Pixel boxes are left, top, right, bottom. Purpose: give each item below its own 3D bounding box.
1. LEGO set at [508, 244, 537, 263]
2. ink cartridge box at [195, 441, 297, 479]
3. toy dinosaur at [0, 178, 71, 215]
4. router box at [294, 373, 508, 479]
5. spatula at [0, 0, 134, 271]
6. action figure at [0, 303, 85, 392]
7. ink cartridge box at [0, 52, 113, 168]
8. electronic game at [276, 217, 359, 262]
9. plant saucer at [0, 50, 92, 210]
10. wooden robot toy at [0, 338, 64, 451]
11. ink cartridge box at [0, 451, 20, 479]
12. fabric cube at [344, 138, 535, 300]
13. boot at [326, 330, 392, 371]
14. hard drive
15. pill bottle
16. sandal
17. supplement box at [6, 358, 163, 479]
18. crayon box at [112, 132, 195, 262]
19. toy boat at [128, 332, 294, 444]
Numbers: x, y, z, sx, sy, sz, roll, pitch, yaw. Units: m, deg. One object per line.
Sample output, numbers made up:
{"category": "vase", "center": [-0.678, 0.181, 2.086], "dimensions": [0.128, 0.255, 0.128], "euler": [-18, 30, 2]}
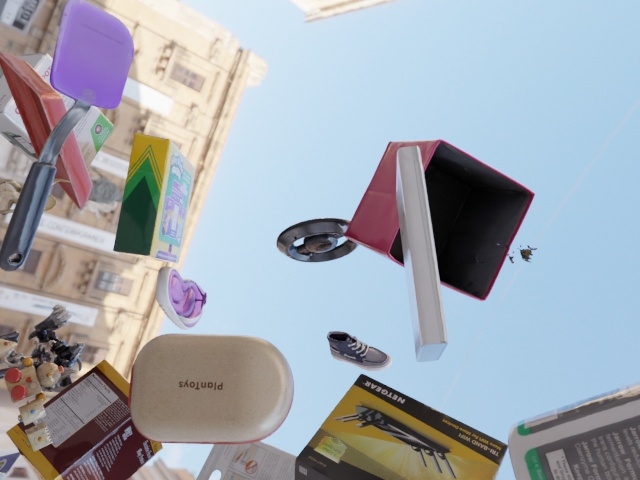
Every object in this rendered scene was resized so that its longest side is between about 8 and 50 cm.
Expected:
{"category": "LEGO set", "center": [0.532, 0.039, 1.573], "dimensions": [0.023, 0.083, 0.054], "euler": [85, 1, -59]}
{"category": "ink cartridge box", "center": [-0.114, 0.612, 1.274], "dimensions": [0.385, 0.091, 0.308], "euler": [11, -119, 29]}
{"category": "toy dinosaur", "center": [-0.478, -0.073, 0.975], "dimensions": [0.183, 0.092, 0.053], "euler": [-39, -128, 38]}
{"category": "router box", "center": [0.145, 0.401, 1.066], "dimensions": [0.309, 0.243, 0.081], "euler": [21, -52, 24]}
{"category": "spatula", "center": [-0.276, -0.098, 0.626], "dimensions": [0.030, 0.084, 0.296], "euler": [36, -76, 35]}
{"category": "action figure", "center": [-0.519, 0.215, 1.110], "dimensions": [0.141, 0.275, 0.164], "euler": [-24, -104, 16]}
{"category": "ink cartridge box", "center": [-0.733, -0.328, 1.612], "dimensions": [0.121, 0.289, 0.211], "euler": [8, -119, 28]}
{"category": "electronic game", "center": [0.000, 0.000, 1.537], "dimensions": [0.229, 0.229, 0.048], "euler": [-31, -124, 41]}
{"category": "plant saucer", "center": [-0.541, -0.225, 1.186], "dimensions": [0.258, 0.047, 0.259], "euler": [39, -36, 37]}
{"category": "wooden robot toy", "center": [-0.414, 0.211, 0.874], "dimensions": [0.076, 0.079, 0.173], "euler": [-30, -99, 58]}
{"category": "ink cartridge box", "center": [-0.694, 0.492, 1.096], "dimensions": [0.223, 0.045, 0.224], "euler": [-19, -148, 22]}
{"category": "fabric cube", "center": [0.245, -0.051, 1.294], "dimensions": [0.259, 0.254, 0.258], "euler": [-65, -161, 0]}
{"category": "boot", "center": [0.106, 0.311, 1.688], "dimensions": [0.190, 0.086, 0.069], "euler": [5, -136, 26]}
{"category": "hard drive", "center": [0.159, 0.030, 0.971], "dimensions": [0.040, 0.203, 0.308], "euler": [-7, -109, 4]}
{"category": "pill bottle", "center": [0.458, 0.290, 0.792], "dimensions": [0.361, 0.204, 0.204], "euler": [-26, -129, 21]}
{"category": "sandal", "center": [-0.411, 0.191, 1.876], "dimensions": [0.416, 0.102, 0.169], "euler": [71, 21, -76]}
{"category": "supplement box", "center": [-0.409, 0.359, 1.066], "dimensions": [0.129, 0.194, 0.191], "euler": [34, -37, 24]}
{"category": "crayon box", "center": [-0.462, -0.103, 1.700], "dimensions": [0.363, 0.106, 0.313], "euler": [108, -10, -84]}
{"category": "toy boat", "center": [-0.154, 0.218, 0.877], "dimensions": [0.151, 0.231, 0.151], "euler": [100, -8, -74]}
